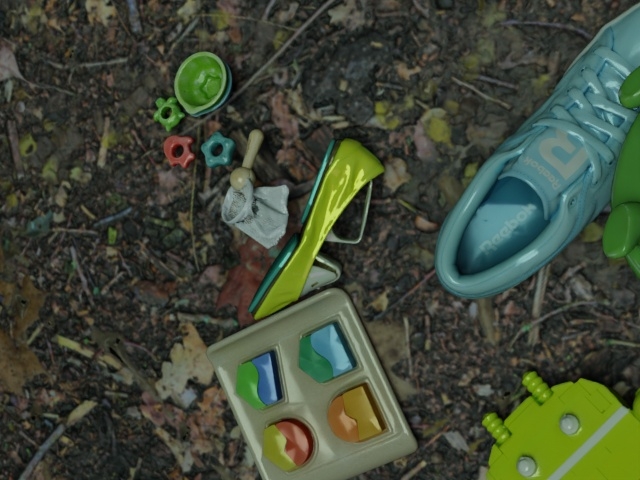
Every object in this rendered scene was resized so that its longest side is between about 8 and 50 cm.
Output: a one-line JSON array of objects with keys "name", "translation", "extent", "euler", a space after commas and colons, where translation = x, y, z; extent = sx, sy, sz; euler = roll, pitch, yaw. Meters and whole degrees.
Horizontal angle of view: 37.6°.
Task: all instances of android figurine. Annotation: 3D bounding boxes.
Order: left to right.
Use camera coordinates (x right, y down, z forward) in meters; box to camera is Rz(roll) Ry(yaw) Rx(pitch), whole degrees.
[{"name": "android figurine", "translation": [0.274, 0.251, 0.931], "extent": [0.248, 0.056, 0.273], "euler": [-47, 58, 13]}]

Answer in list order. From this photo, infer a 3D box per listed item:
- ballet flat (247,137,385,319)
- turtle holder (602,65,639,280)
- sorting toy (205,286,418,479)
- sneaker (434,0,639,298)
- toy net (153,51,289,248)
[{"name": "ballet flat", "translation": [0.000, 0.000, 1.031], "extent": [0.077, 0.077, 0.231], "euler": [26, 103, -4]}, {"name": "turtle holder", "translation": [0.389, -0.063, 0.817], "extent": [0.243, 0.227, 0.320], "euler": [-23, 52, 35]}, {"name": "sorting toy", "translation": [-0.015, 0.182, 1.073], "extent": [0.193, 0.038, 0.208], "euler": [-27, 88, 19]}, {"name": "sneaker", "translation": [0.244, -0.078, 0.898], "extent": [0.135, 0.150, 0.366], "euler": [37, 106, 10]}, {"name": "toy net", "translation": [-0.115, -0.090, 1.041], "extent": [0.122, 0.045, 0.232], "euler": [-30, 71, 16]}]
